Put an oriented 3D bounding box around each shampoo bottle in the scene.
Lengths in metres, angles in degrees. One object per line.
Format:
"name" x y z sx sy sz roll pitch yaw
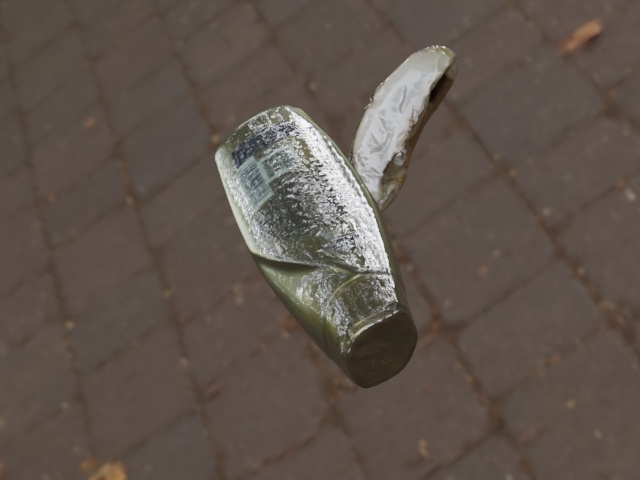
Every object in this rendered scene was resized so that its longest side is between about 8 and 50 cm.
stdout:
"shampoo bottle" 0.000 0.000 1.683 0.125 0.084 0.350 -31 38 0

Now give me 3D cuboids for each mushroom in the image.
"mushroom" 0.081 -0.119 2.010 0.072 0.094 0.209 23 75 13
